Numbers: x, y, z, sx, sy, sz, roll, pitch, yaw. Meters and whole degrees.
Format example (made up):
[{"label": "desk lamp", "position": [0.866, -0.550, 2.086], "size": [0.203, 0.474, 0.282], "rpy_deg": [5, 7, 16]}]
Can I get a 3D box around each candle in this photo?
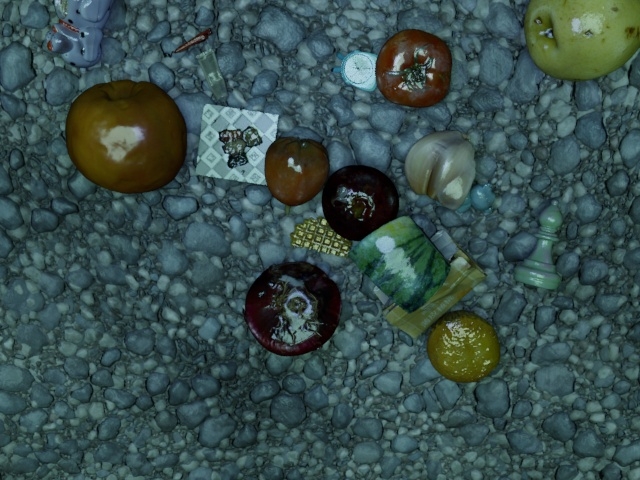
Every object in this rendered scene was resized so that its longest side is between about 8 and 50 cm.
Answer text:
[{"label": "candle", "position": [-0.400, -0.590, 1.844], "size": [0.168, 0.021, 0.026], "rpy_deg": [-26, 100, 10]}]

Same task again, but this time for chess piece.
[{"label": "chess piece", "position": [0.688, 0.008, 1.868], "size": [0.139, 0.139, 0.271], "rpy_deg": [14, 93, 1]}]

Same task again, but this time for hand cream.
[{"label": "hand cream", "position": [-0.323, -0.496, 1.861], "size": [0.057, 0.037, 0.165], "rpy_deg": [-21, 94, 9]}]

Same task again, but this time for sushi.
[{"label": "sushi", "position": [-0.256, -0.297, 1.894], "size": [0.232, 0.047, 0.219], "rpy_deg": [9, 100, -2]}]

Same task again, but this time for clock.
[{"label": "clock", "position": [0.107, -0.510, 1.813], "size": [0.147, 0.045, 0.108], "rpy_deg": [18, 103, 1]}, {"label": "clock", "position": [-0.708, -0.627, 1.796], "size": [0.189, 0.189, 0.253], "rpy_deg": [17, 112, 0]}]

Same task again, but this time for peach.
[{"label": "peach", "position": [-0.562, -0.293, 1.784], "size": [0.343, 0.342, 0.301], "rpy_deg": [5, 127, 3]}]

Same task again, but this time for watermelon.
[{"label": "watermelon", "position": [0.245, 0.064, 1.826], "size": [0.213, 0.201, 0.261], "rpy_deg": [-40, 89, 12]}]

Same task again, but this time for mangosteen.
[{"label": "mangosteen", "position": [0.114, -0.107, 1.800], "size": [0.236, 0.261, 0.235], "rpy_deg": [1, 103, 6]}]

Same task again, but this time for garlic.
[{"label": "garlic", "position": [0.355, -0.227, 1.808], "size": [0.217, 0.110, 0.227], "rpy_deg": [23, 93, 25]}]

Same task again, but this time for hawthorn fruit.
[{"label": "hawthorn fruit", "position": [-0.076, -0.191, 1.844], "size": [0.200, 0.199, 0.251], "rpy_deg": [13, 119, 1]}]

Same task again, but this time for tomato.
[{"label": "tomato", "position": [0.279, -0.490, 1.759], "size": [0.237, 0.095, 0.236], "rpy_deg": [-2, 105, -8]}]

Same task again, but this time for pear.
[{"label": "pear", "position": [0.709, -0.581, 1.629], "size": [0.310, 0.309, 0.309], "rpy_deg": [1, 104, 4]}]

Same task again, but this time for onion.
[{"label": "onion", "position": [-0.087, 0.214, 1.920], "size": [0.314, 0.232, 0.313], "rpy_deg": [-2, 71, 5]}]

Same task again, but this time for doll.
[{"label": "doll", "position": [0.446, -0.138, 1.875], "size": [0.180, 0.075, 0.120], "rpy_deg": [7, 144, 22]}]

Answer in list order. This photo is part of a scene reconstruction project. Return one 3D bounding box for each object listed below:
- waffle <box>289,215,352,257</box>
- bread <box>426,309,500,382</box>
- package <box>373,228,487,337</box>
[{"label": "waffle", "position": [0.000, 0.000, 1.946], "size": [0.192, 0.046, 0.160], "rpy_deg": [-18, 101, 9]}, {"label": "bread", "position": [0.453, 0.337, 1.946], "size": [0.240, 0.139, 0.239], "rpy_deg": [1, 104, 4]}, {"label": "package", "position": [0.342, 0.152, 1.897], "size": [0.311, 0.165, 0.221], "rpy_deg": [-42, 97, 13]}]
